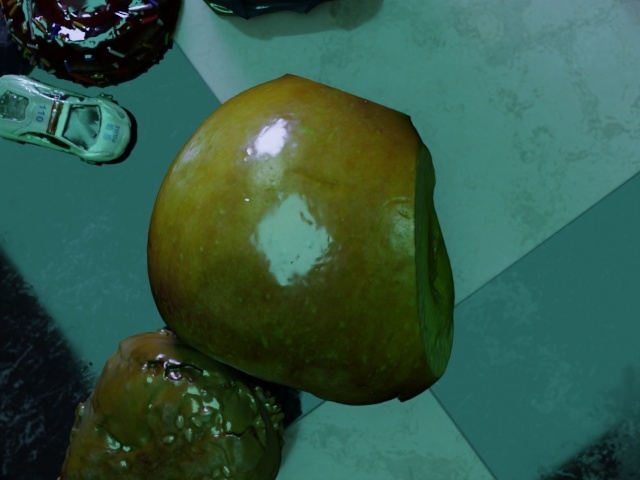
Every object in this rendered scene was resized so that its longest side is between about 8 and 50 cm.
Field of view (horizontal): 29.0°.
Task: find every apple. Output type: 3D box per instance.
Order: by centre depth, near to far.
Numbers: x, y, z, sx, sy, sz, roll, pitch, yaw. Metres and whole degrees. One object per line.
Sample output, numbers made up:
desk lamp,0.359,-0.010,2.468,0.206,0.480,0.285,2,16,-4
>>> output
apple,0.000,0.000,1.408,0.384,0.374,0.374,23,92,-26

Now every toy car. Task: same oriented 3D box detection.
toy car,-0.328,-0.155,1.549,0.186,0.058,0.093,16,89,4

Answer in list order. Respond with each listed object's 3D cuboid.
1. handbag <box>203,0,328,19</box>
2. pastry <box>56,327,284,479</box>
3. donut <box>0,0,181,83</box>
handbag,-0.052,-0.386,1.437,0.263,0.241,0.222,-6,88,4
pastry,-0.175,0.251,1.476,0.255,0.162,0.311,42,117,7
donut,-0.290,-0.308,1.532,0.235,0.089,0.235,0,90,2
